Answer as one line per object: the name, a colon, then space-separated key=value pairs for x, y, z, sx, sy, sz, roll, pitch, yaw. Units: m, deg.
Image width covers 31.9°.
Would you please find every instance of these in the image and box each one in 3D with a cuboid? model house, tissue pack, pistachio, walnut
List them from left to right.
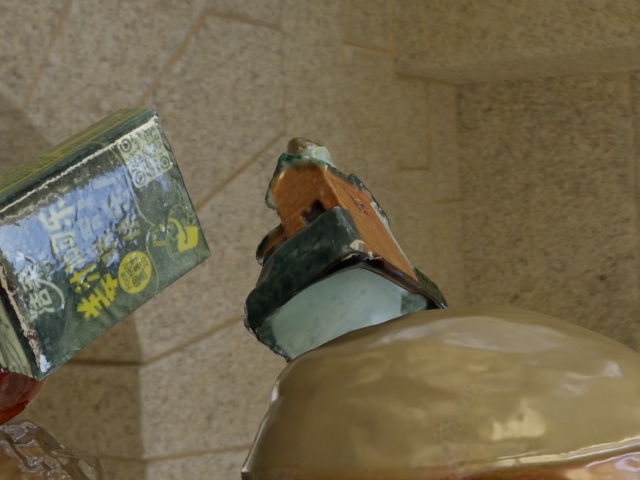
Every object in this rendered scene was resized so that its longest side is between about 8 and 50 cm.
walnut: x=-0.385 y=0.355 z=1.433 sx=0.273 sy=0.273 sz=0.227 roll=32 pitch=-88 yaw=24
tissue pack: x=-0.244 y=-0.003 z=1.151 sx=0.081 sy=0.257 sz=0.185 roll=4 pitch=-58 yaw=44
model house: x=0.000 y=0.000 z=1.346 sx=0.184 sy=0.253 sz=0.291 roll=-35 pitch=-127 yaw=18
pistachio: x=0.143 y=0.204 z=1.091 sx=0.445 sy=0.365 sz=0.282 roll=-2 pitch=-92 yaw=-10

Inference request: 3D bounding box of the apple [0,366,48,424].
apple: x=-0.383 y=0.112 z=1.269 sx=0.163 sy=0.251 sz=0.293 roll=34 pitch=-80 yaw=24
